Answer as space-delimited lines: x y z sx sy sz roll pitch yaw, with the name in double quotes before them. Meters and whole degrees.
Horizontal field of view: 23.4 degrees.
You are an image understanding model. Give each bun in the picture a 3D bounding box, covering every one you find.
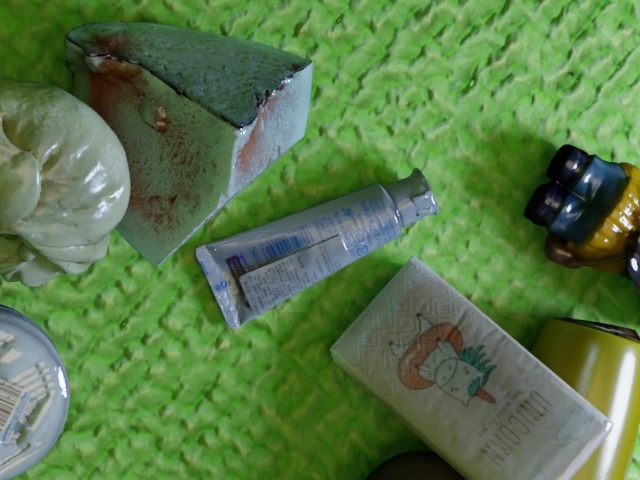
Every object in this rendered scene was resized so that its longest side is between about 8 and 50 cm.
"bun" -0.334 -0.054 1.712 0.259 0.160 0.259 -1 133 -1

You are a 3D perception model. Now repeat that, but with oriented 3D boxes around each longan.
"longan" 0.114 0.356 1.949 0.204 0.159 0.185 5 99 -22

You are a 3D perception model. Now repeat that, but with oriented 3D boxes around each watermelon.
"watermelon" -0.160 -0.108 1.776 0.319 0.213 0.290 16 94 -29

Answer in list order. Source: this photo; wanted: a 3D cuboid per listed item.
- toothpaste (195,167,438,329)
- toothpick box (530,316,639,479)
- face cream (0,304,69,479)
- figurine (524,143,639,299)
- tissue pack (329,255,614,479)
"toothpaste" 0.000 0.000 1.923 0.299 0.073 0.114 -25 104 -6
"toothpick box" 0.326 0.234 1.999 0.175 0.175 0.271 18 87 -19
"face cream" -0.396 0.177 1.790 0.205 0.111 0.206 -2 98 -16
"figurine" 0.432 0.010 1.986 0.332 0.204 0.185 32 89 -19
"tissue pack" 0.184 0.186 1.913 0.325 0.071 0.170 41 83 17
